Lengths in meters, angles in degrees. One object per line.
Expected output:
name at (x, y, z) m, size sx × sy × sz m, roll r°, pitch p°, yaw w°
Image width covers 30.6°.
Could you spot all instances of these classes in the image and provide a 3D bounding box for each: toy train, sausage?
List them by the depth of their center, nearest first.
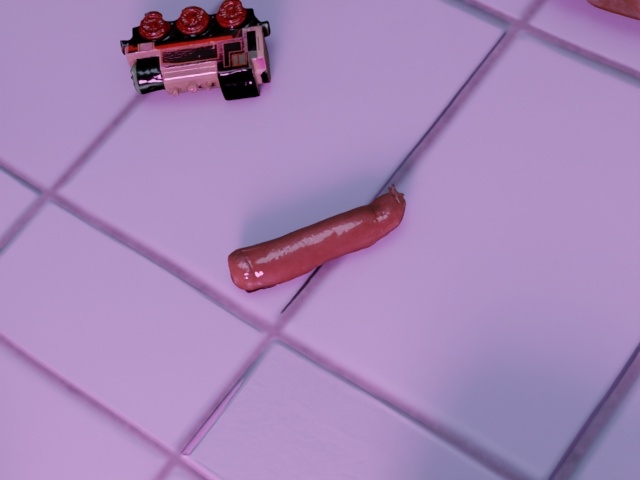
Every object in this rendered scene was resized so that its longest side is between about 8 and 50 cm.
sausage at (0.000, 0.000, 0.953) m, size 0.158 × 0.036 × 0.042 m, roll -24°, pitch 94°, yaw -6°
toy train at (-0.112, -0.167, 1.059) m, size 0.138 × 0.050 × 0.087 m, roll -7°, pitch 63°, yaw 4°

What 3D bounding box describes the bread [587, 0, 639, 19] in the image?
bread at (0.307, -0.284, 1.036) m, size 0.210 × 0.109 × 0.192 m, roll 21°, pitch 59°, yaw 18°
